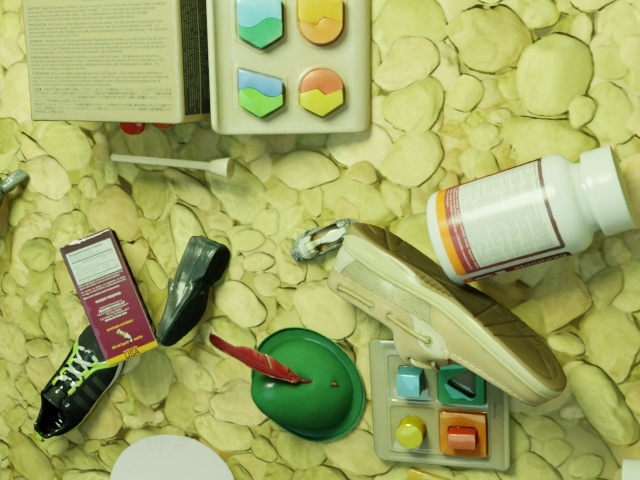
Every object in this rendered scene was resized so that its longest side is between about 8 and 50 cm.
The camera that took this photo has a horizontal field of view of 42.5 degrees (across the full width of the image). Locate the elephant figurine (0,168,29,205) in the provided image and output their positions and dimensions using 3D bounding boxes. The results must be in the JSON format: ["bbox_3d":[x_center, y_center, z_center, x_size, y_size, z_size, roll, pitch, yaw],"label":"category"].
[{"bbox_3d":[-0.627,-0.076,1.312,0.239,0.186,0.169,4,68,47],"label":"elephant figurine"}]

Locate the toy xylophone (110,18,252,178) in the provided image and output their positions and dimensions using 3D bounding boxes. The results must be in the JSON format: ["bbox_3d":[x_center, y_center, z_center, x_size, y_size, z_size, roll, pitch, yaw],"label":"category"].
[{"bbox_3d":[-0.196,-0.215,1.137,0.323,0.081,0.236,13,106,19],"label":"toy xylophone"}]

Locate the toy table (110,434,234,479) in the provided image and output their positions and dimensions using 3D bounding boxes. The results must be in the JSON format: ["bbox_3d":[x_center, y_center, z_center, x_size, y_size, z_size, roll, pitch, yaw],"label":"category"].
[{"bbox_3d":[-0.216,0.426,1.215,0.252,0.274,0.160,-4,111,-12],"label":"toy table"}]

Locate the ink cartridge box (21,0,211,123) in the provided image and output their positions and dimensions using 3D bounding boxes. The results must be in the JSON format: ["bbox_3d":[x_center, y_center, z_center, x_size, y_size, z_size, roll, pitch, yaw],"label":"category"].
[{"bbox_3d":[-0.263,-0.249,1.063,0.235,0.088,0.193,5,102,21],"label":"ink cartridge box"}]

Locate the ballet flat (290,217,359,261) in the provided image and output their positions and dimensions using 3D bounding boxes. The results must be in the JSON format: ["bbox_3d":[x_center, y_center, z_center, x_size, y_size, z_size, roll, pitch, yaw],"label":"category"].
[{"bbox_3d":[0.000,0.000,1.131,0.114,0.041,0.041,-24,92,25],"label":"ballet flat"}]

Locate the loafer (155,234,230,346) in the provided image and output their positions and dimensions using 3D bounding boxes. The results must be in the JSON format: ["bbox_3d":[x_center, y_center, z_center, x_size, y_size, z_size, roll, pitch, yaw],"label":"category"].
[{"bbox_3d":[-0.196,0.072,1.202,0.061,0.062,0.170,26,83,27],"label":"loafer"}]

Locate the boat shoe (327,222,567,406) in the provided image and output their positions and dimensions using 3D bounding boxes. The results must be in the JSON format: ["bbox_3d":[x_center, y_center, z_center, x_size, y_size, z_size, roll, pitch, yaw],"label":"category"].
[{"bbox_3d":[0.147,0.106,1.024,0.341,0.122,0.110,39,110,34],"label":"boat shoe"}]

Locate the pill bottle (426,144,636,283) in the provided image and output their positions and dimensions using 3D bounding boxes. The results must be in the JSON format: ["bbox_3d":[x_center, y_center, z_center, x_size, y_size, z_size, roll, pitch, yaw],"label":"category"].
[{"bbox_3d":[0.248,-0.031,0.980,0.221,0.121,0.121,-18,95,24],"label":"pill bottle"}]

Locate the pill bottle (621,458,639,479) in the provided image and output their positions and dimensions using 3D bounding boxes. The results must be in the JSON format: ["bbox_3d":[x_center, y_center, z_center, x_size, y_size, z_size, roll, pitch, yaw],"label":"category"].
[{"bbox_3d":[0.501,0.327,0.934,0.302,0.169,0.169,1,102,22],"label":"pill bottle"}]

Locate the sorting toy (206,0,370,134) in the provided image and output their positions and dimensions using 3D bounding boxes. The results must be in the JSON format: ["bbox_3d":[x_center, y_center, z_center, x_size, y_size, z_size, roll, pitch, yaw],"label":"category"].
[{"bbox_3d":[-0.037,-0.231,1.043,0.208,0.038,0.192,-2,102,-8],"label":"sorting toy"}]

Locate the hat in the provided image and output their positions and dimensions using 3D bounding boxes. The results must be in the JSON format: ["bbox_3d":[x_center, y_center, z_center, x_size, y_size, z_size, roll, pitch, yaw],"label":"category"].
[{"bbox_3d":[-0.062,0.221,1.126,0.209,0.183,0.173,35,113,11],"label":"hat"}]

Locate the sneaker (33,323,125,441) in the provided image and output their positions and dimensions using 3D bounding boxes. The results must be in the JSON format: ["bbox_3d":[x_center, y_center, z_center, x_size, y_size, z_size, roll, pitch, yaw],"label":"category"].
[{"bbox_3d":[-0.387,0.232,1.306,0.084,0.097,0.234,33,112,12],"label":"sneaker"}]

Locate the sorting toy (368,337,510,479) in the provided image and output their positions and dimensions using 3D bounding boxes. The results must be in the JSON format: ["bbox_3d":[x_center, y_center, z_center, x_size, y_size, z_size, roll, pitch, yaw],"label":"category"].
[{"bbox_3d":[0.157,0.228,1.115,0.196,0.047,0.347,1,102,22],"label":"sorting toy"}]

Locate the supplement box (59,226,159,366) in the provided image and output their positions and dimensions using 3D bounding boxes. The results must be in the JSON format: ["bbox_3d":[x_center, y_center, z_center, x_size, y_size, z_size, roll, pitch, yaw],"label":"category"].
[{"bbox_3d":[-0.312,0.082,1.226,0.081,0.104,0.188,-22,94,-11],"label":"supplement box"}]
